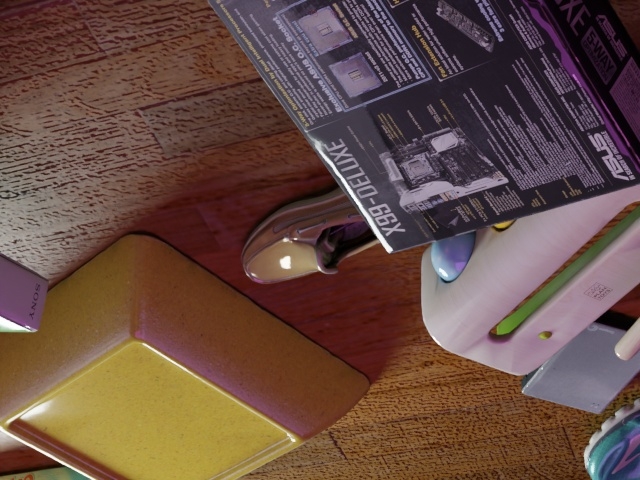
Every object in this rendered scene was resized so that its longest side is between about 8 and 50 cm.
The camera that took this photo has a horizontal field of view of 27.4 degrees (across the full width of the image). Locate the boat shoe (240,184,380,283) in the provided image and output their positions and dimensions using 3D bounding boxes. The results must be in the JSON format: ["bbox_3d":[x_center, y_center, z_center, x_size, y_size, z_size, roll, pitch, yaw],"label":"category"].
[{"bbox_3d":[0.000,0.000,1.189,0.190,0.072,0.068,-31,127,32],"label":"boat shoe"}]

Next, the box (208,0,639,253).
[{"bbox_3d":[0.067,-0.148,0.914,0.242,0.076,0.307,-18,116,45],"label":"box"}]

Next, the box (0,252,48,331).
[{"bbox_3d":[-0.433,0.019,1.144,0.322,0.058,0.232,0,158,31],"label":"box"}]

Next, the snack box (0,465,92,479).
[{"bbox_3d":[-0.291,0.395,1.641,0.187,0.060,0.322,-11,135,15],"label":"snack box"}]

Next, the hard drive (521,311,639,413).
[{"bbox_3d":[0.277,0.122,1.338,0.094,0.022,0.135,16,135,-13],"label":"hard drive"}]

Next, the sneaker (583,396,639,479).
[{"bbox_3d":[0.406,0.213,1.363,0.275,0.110,0.107,-19,133,23],"label":"sneaker"}]

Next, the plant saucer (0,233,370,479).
[{"bbox_3d":[-0.174,0.172,1.382,0.333,0.081,0.333,-33,127,32],"label":"plant saucer"}]

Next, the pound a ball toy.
[{"bbox_3d":[0.207,-0.004,1.073,0.136,0.208,0.319,23,135,-20],"label":"pound a ball toy"}]
